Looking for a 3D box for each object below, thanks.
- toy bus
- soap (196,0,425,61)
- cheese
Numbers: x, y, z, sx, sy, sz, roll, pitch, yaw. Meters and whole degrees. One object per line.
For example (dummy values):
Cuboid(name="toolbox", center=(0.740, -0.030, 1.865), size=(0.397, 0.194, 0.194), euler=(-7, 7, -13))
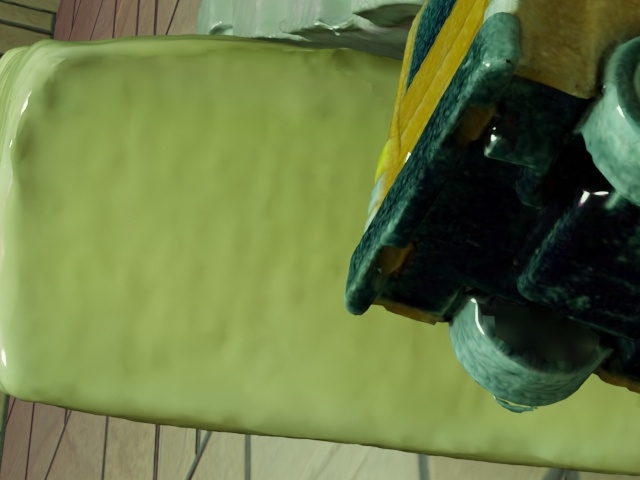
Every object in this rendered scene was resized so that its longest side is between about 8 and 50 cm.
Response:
Cuboid(name="toy bus", center=(0.107, -0.011, 0.402), size=(0.091, 0.182, 0.103), euler=(118, 168, -50))
Cuboid(name="soap", center=(0.051, -0.074, 0.711), size=(0.302, 0.159, 0.258), euler=(-89, 19, -44))
Cuboid(name="cheese", center=(0.000, 0.000, 0.672), size=(0.265, 0.242, 0.124), euler=(-162, 84, -77))
